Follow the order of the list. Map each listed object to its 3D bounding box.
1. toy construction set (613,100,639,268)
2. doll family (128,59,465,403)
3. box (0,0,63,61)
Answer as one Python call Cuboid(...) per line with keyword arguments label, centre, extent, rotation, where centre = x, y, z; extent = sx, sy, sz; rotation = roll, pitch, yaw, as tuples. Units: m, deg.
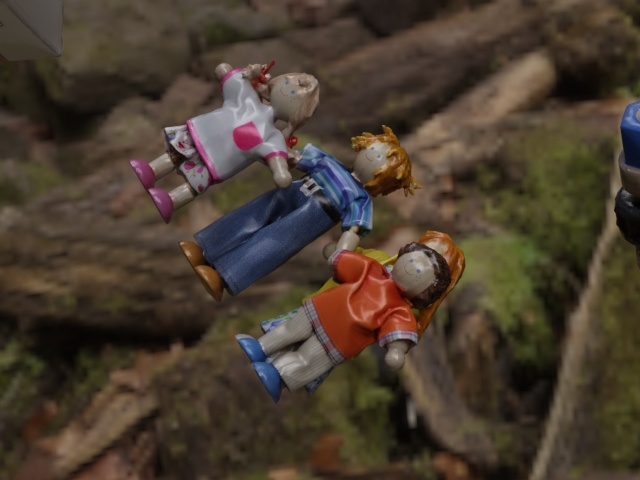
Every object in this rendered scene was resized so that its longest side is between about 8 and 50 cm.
Cuboid(label="toy construction set", centre=(0.325, -0.010, 0.943), extent=(0.237, 0.309, 0.257), rotation=(-37, 14, -38))
Cuboid(label="doll family", centre=(0.000, 0.000, 1.240), extent=(0.163, 0.118, 0.263), rotation=(-31, 58, -4))
Cuboid(label="box", centre=(-0.281, -0.176, 1.102), extent=(0.232, 0.127, 0.148), rotation=(-4, -14, 10))
